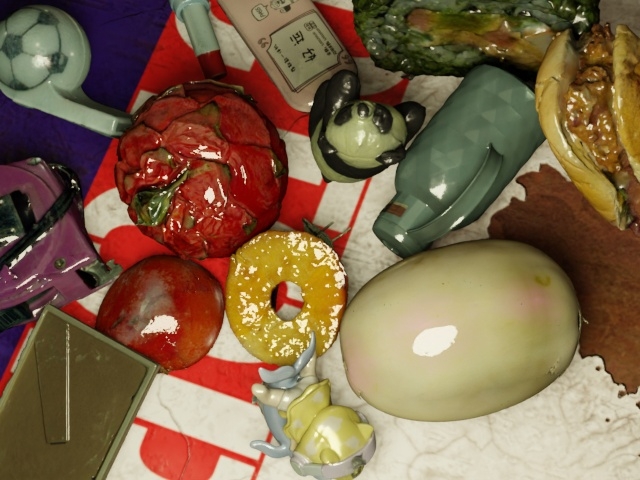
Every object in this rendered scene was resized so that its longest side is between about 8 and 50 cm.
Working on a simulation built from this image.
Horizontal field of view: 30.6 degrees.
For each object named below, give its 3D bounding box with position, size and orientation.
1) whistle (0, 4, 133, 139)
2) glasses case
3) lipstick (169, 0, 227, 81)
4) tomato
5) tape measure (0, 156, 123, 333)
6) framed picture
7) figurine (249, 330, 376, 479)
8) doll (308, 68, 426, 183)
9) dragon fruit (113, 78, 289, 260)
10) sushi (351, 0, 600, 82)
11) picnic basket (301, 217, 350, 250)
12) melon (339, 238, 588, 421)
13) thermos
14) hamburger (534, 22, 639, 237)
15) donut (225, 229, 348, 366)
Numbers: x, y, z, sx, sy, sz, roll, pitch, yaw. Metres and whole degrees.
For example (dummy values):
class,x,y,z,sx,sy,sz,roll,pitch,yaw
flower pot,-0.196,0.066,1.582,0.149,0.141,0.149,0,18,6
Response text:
class,x,y,z,sx,sy,sz,roll,pitch,yaw
whistle,-0.393,-0.268,1.763,0.290,0.163,0.163,21,73,14
glasses case,-0.058,-0.324,1.776,0.122,0.075,0.314,-32,68,-2
lipstick,-0.198,-0.357,1.812,0.061,0.068,0.274,-18,66,-6
tomato,-0.234,0.095,1.626,0.189,0.099,0.173,-1,71,9
tape measure,-0.436,0.000,1.664,0.245,0.149,0.231,-31,68,-6
framed picture,-0.352,0.242,1.587,0.192,0.018,0.265,28,94,17
figurine,-0.014,0.227,1.506,0.128,0.208,0.184,-34,35,-30
doll,0.057,-0.150,1.616,0.144,0.234,0.135,21,82,-11
dragon fruit,-0.161,-0.108,1.622,0.245,0.244,0.298,-6,49,6
sushi,0.220,-0.353,1.634,0.352,0.294,0.178,6,73,7
picnic basket,0.000,0.000,1.651,0.083,0.065,0.083,-30,68,13
melon,0.181,0.115,1.494,0.317,0.223,0.223,-14,68,-1
thermos,0.193,-0.096,1.605,0.145,0.182,0.286,43,77,-19
hamburger,0.392,-0.140,1.538,0.155,0.245,0.282,-12,80,41
donut,-0.042,0.074,1.596,0.174,0.074,0.190,-7,97,9
